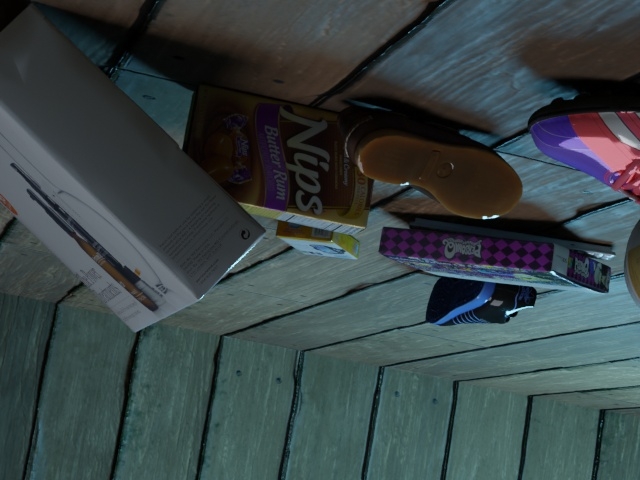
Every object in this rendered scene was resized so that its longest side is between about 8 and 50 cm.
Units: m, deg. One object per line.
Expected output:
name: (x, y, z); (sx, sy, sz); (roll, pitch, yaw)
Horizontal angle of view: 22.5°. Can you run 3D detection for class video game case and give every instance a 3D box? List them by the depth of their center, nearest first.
video game case: (0.221, 0.026, 2.015); (0.232, 0.042, 0.210); (6, 174, 30)

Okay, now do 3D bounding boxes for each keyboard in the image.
keyboard: (0.237, 0.001, 2.005); (0.256, 0.014, 0.072); (9, 170, 5)

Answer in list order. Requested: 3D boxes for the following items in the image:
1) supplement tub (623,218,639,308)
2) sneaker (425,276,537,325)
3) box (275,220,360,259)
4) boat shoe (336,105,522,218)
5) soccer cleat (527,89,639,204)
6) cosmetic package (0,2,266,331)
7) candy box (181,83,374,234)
supplement tub: (0.383, 0.015, 1.578); (0.144, 0.144, 0.200); (10, 170, -3)
sneaker: (0.227, 0.090, 2.315); (0.090, 0.081, 0.232); (20, 166, -14)
box: (0.000, 0.000, 2.185); (0.081, 0.028, 0.136); (6, 172, 19)
boat shoe: (0.106, -0.081, 1.547); (0.207, 0.073, 0.073); (21, -157, -36)
soccer cleat: (0.328, -0.048, 1.355); (0.318, 0.116, 0.108); (10, 170, -5)
cosmetic package: (-0.221, -0.052, 1.543); (0.284, 0.097, 0.377); (46, 164, -5)
candy box: (-0.040, -0.077, 1.561); (0.186, 0.109, 0.053); (11, 170, -13)
